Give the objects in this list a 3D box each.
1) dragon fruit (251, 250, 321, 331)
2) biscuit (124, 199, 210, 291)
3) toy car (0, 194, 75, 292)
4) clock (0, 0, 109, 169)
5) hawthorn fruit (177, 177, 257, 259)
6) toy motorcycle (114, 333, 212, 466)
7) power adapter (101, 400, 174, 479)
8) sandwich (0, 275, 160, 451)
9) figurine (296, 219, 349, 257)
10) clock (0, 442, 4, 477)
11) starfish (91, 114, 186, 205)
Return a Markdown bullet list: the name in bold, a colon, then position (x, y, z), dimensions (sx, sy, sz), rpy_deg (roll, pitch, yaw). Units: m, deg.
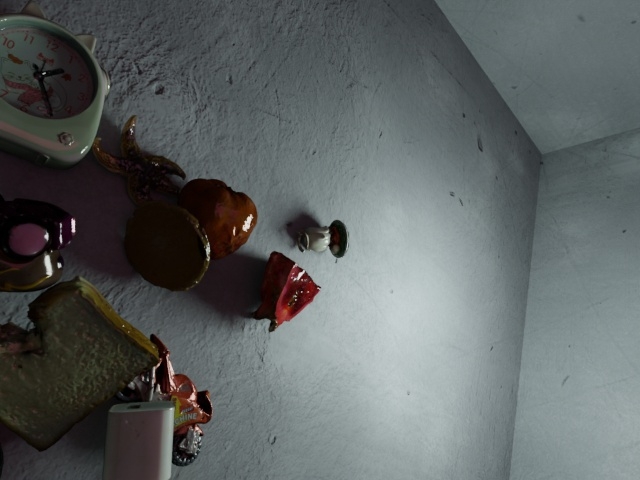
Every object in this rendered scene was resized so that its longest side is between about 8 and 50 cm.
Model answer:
- **dragon fruit**: position (-0.124, 0.148, 1.210), dimensions (0.212, 0.134, 0.262), rpy_deg (-59, 157, -15)
- **biscuit**: position (-0.359, 0.014, 0.994), dimensions (0.226, 0.225, 0.042), rpy_deg (64, 18, -12)
- **toy car**: position (-0.619, 0.047, 0.733), dimensions (0.340, 0.271, 0.241), rpy_deg (-11, 114, -49)
- **clock**: position (-0.597, -0.335, 0.895), dimensions (0.265, 0.108, 0.325), rpy_deg (24, 66, -35)
- **hawthorn fruit**: position (-0.275, -0.027, 1.083), dimensions (0.207, 0.207, 0.244), rpy_deg (11, 102, -40)
- **toy motorcycle**: position (-0.356, 0.378, 0.993), dimensions (0.171, 0.089, 0.298), rpy_deg (-44, 111, -39)
- **power adapter**: position (-0.359, 0.434, 0.838), dimensions (0.125, 0.130, 0.205), rpy_deg (4, 75, -20)
- **sandwich**: position (-0.499, 0.230, 0.811), dimensions (0.273, 0.095, 0.249), rpy_deg (-39, 116, -13)
- **figurine**: position (0.000, 0.000, 1.368), dimensions (0.153, 0.132, 0.133), rpy_deg (-3, 84, -29)
- **clock**: position (-0.682, 0.408, 0.731), dimensions (0.214, 0.041, 0.215), rpy_deg (8, 77, -41)
- **starfish**: position (-0.442, -0.186, 1.039), dimensions (0.238, 0.071, 0.216), rpy_deg (16, 66, -49)
